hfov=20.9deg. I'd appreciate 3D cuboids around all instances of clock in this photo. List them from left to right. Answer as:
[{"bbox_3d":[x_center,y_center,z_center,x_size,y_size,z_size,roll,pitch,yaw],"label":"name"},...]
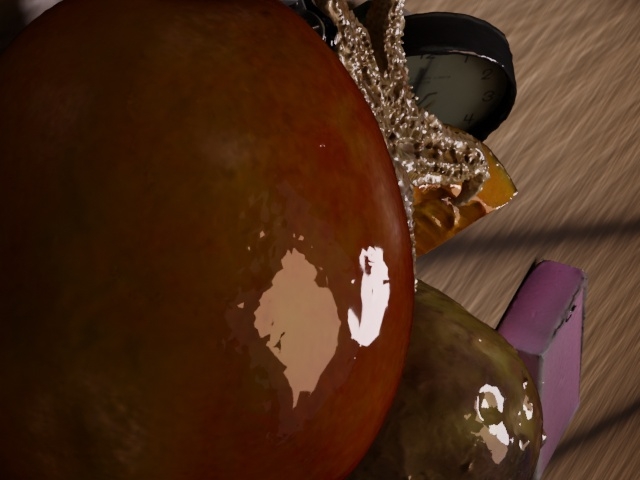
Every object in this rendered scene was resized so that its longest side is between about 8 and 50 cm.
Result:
[{"bbox_3d":[0.078,-0.122,1.473,0.184,0.184,0.040,64,11,-60],"label":"clock"}]

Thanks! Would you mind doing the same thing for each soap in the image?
[{"bbox_3d":[0.297,0.179,2.365,0.181,0.081,0.259,-54,153,-40],"label":"soap"}]

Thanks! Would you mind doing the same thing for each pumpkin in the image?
[{"bbox_3d":[0.000,0.000,1.462,0.312,0.169,0.148,-35,99,-36],"label":"pumpkin"}]

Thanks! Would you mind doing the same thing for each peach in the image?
[{"bbox_3d":[-0.086,0.005,1.014,0.308,0.308,0.332,10,80,-69],"label":"peach"}]

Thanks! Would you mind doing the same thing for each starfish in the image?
[{"bbox_3d":[0.036,-0.084,1.315,0.299,0.060,0.302,-31,114,-54],"label":"starfish"}]

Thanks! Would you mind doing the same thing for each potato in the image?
[{"bbox_3d":[0.094,0.176,1.633,0.289,0.237,0.301,13,93,-69],"label":"potato"}]

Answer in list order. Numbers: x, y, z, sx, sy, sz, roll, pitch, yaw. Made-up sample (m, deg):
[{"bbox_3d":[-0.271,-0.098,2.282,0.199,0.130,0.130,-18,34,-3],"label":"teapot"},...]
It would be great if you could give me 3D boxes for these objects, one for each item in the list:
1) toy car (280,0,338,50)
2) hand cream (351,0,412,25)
[{"bbox_3d":[-0.060,-0.166,1.179,0.097,0.100,0.191,-14,84,-66],"label":"toy car"},{"bbox_3d":[0.074,-0.135,1.622,0.121,0.076,0.336,-65,164,-10],"label":"hand cream"}]
